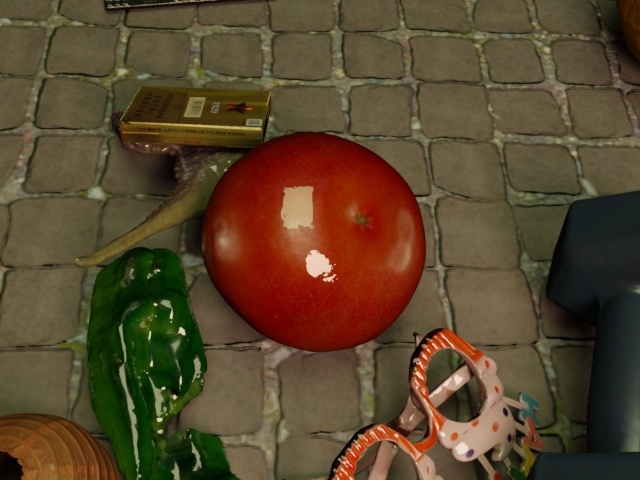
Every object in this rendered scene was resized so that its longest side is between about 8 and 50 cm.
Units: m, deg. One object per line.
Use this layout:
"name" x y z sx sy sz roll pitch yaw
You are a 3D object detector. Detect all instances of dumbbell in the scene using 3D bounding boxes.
"dumbbell" 0.244 0.116 0.648 0.160 0.144 0.325 -8 48 33

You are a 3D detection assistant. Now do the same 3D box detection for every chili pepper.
"chili pepper" -0.135 0.117 0.662 0.099 0.083 0.253 -6 58 -24

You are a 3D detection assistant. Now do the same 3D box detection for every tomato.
"tomato" 0.000 0.000 0.694 0.195 0.136 0.195 9 73 -31

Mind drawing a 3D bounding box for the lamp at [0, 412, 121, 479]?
"lamp" -0.206 0.189 0.574 0.136 0.136 0.136 2 55 -3

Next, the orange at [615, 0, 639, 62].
"orange" 0.448 -0.286 0.892 0.264 0.264 0.264 2 55 -3

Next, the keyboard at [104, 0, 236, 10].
"keyboard" -0.159 -0.307 0.992 0.204 0.013 0.061 -7 56 -10

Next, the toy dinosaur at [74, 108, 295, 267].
"toy dinosaur" -0.115 -0.046 0.760 0.199 0.072 0.251 4 47 -14

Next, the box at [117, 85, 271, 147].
"box" -0.116 -0.119 0.783 0.133 0.023 0.090 2 34 0

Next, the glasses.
"glasses" 0.079 0.188 0.645 0.162 0.095 0.255 48 59 -6
